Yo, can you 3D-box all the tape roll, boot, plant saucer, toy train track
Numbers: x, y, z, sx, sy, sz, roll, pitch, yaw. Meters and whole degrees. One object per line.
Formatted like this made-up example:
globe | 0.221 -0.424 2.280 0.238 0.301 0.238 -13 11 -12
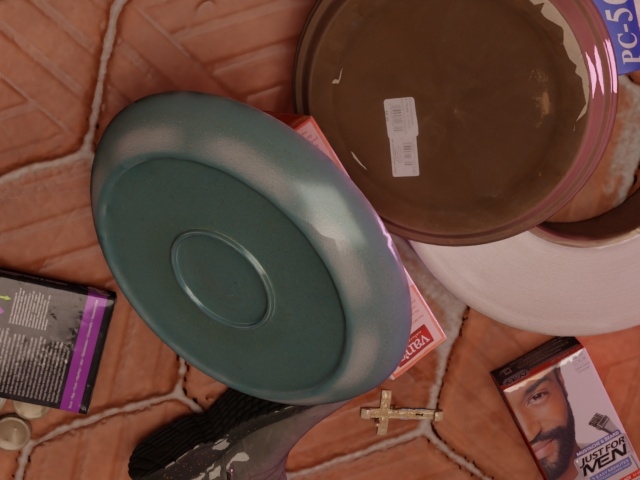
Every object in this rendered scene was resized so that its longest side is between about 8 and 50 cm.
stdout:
tape roll | 0.241 -0.103 1.151 0.392 0.072 0.392 -2 107 -8
boot | -0.049 0.217 1.205 0.246 0.083 0.161 -28 118 2
plant saucer | -0.074 0.023 1.041 0.044 0.317 0.317 -47 114 -41
plant saucer | 0.109 -0.120 1.048 0.278 0.041 0.278 4 111 10
toy train track | 0.081 0.173 1.234 0.083 0.014 0.048 3 105 -10

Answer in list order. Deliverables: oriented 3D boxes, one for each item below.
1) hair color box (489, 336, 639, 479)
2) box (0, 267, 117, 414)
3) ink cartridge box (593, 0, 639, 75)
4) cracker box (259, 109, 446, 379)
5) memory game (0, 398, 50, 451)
hair color box | 0.248 0.186 1.243 0.093 0.053 0.167 -29 107 1
box | -0.277 0.086 1.133 0.162 0.029 0.116 13 102 -14
ink cartridge box | 0.202 -0.233 1.047 0.097 0.046 0.207 -16 107 -2
cracker box | 0.000 0.000 1.093 0.067 0.156 0.232 -37 108 -13
memory game | -0.340 0.130 1.158 0.186 0.012 0.186 -2 106 -8
